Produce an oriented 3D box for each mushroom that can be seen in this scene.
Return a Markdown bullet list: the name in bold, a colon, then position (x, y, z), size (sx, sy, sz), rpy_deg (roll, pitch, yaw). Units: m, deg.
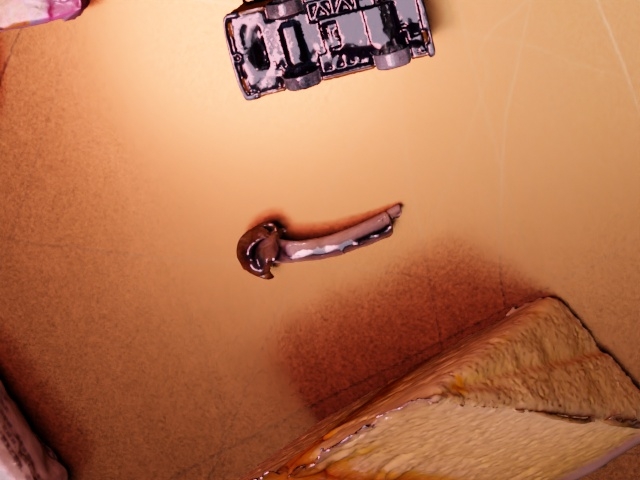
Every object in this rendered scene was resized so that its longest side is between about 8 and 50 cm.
- **mushroom**: position (0.000, 0.000, 1.591), size (0.187, 0.061, 0.060), rpy_deg (-11, 76, 3)

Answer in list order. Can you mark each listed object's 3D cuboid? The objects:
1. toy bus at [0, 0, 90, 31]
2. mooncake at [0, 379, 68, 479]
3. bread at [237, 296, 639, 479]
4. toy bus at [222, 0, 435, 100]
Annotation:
- **toy bus**: position (-0.317, -0.358, 1.498), size (0.112, 0.090, 0.274), rpy_deg (-8, 106, 4)
- **mooncake**: position (-0.447, 0.269, 1.691), size (0.250, 0.136, 0.254), rpy_deg (-33, 95, 15)
- **bread**: position (0.112, 0.247, 1.512), size (0.345, 0.405, 0.242), rpy_deg (-35, 90, 29)
- **toy bus**: position (0.009, -0.217, 1.484), size (0.201, 0.114, 0.098), rpy_deg (-13, 106, 6)
